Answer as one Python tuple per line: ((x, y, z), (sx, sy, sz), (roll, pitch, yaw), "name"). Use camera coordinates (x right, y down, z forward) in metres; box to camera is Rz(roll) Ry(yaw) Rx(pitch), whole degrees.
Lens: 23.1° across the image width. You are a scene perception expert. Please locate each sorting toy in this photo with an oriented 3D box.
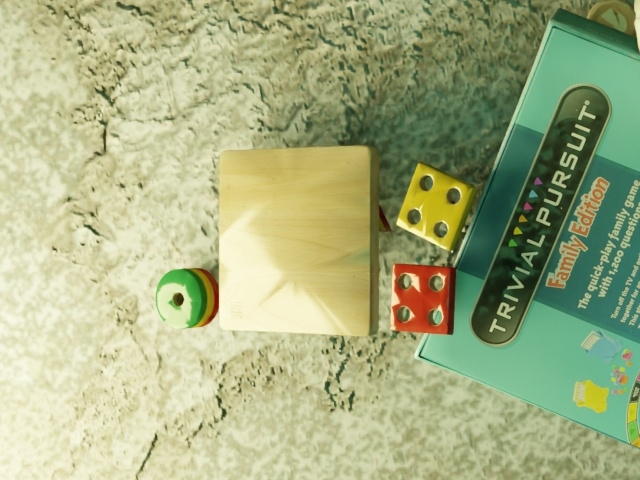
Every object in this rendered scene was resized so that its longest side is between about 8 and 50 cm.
((0.000, 0.000, 1.124), (0.275, 0.046, 0.132), (0, 90, 35), "sorting toy")

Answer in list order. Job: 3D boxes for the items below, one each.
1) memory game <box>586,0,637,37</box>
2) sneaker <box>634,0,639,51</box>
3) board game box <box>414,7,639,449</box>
((0.258, -0.101, 1.083), (0.186, 0.012, 0.186), (3, 101, 13), "memory game")
((0.300, -0.145, 0.949), (0.232, 0.090, 0.115), (-12, 83, -6), "sneaker")
((0.267, 0.023, 1.059), (0.336, 0.079, 0.253), (23, 109, 7), "board game box")
